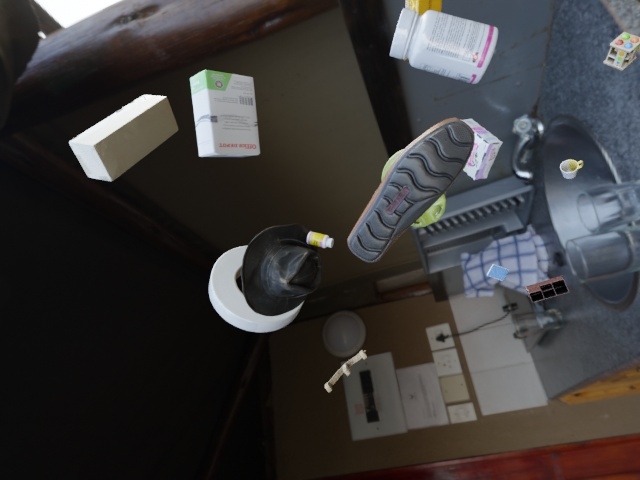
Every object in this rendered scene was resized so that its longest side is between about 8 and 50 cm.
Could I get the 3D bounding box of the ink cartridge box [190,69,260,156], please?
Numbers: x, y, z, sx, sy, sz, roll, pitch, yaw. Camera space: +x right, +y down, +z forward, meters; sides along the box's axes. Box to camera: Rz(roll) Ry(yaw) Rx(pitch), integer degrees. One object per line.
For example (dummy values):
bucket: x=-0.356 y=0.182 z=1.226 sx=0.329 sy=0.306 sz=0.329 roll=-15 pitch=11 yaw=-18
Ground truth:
ink cartridge box: x=-0.332 y=-0.434 z=1.459 sx=0.198 sy=0.114 sz=0.273 roll=-10 pitch=-81 yaw=-44

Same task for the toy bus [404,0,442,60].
toy bus: x=0.399 y=-0.886 z=1.610 sx=0.130 sy=0.108 sz=0.333 roll=-142 pitch=51 yaw=-72

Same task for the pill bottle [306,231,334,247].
pill bottle: x=0.000 y=0.000 z=1.351 sx=0.043 sy=0.083 sz=0.044 roll=13 pitch=-90 yaw=-71

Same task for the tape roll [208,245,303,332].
tape roll: x=-0.247 y=0.184 z=1.660 sx=0.392 sy=0.391 sz=0.072 roll=-92 pitch=19 yaw=-45

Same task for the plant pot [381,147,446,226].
plant pot: x=0.381 y=-0.192 z=1.617 sx=0.254 sy=0.275 sz=0.276 roll=-80 pitch=-28 yaw=-57

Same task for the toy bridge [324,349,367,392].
toy bridge: x=0.091 y=0.450 z=1.449 sx=0.026 sy=0.188 sz=0.063 roll=47 pitch=180 yaw=1

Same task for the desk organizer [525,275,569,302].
desk organizer: x=0.823 y=0.178 z=1.503 sx=0.047 sy=0.130 sz=0.050 roll=63 pitch=-159 yaw=-14

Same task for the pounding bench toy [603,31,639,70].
pounding bench toy: x=0.765 y=-0.483 z=1.030 sx=0.052 sy=0.083 sz=0.065 roll=45 pitch=172 yaw=32

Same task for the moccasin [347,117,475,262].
moccasin: x=0.206 y=-0.112 z=0.957 sx=0.139 sy=0.380 sz=0.147 roll=31 pitch=-151 yaw=2

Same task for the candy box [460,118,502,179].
candy box: x=0.606 y=-0.364 z=1.648 sx=0.196 sy=0.070 sz=0.165 roll=-120 pitch=28 yaw=-42

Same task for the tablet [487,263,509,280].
tablet: x=0.725 y=0.131 z=1.691 sx=0.006 sy=0.083 sz=0.054 roll=-113 pitch=44 yaw=-66

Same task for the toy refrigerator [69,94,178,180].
toy refrigerator: x=-0.504 y=-0.275 z=1.081 sx=0.102 sy=0.094 sz=0.270 roll=82 pitch=-152 yaw=-42

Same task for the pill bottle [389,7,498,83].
pill bottle: x=0.362 y=-0.586 z=1.238 sx=0.160 sy=0.282 sz=0.161 roll=17 pitch=-90 yaw=-86

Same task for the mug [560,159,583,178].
mug: x=0.994 y=-0.277 z=1.637 sx=0.064 sy=0.078 sz=0.062 roll=43 pitch=-127 yaw=-49

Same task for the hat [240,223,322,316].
hat: x=-0.085 y=0.105 z=1.305 sx=0.331 sy=0.133 sz=0.332 roll=-15 pitch=-69 yaw=-44
